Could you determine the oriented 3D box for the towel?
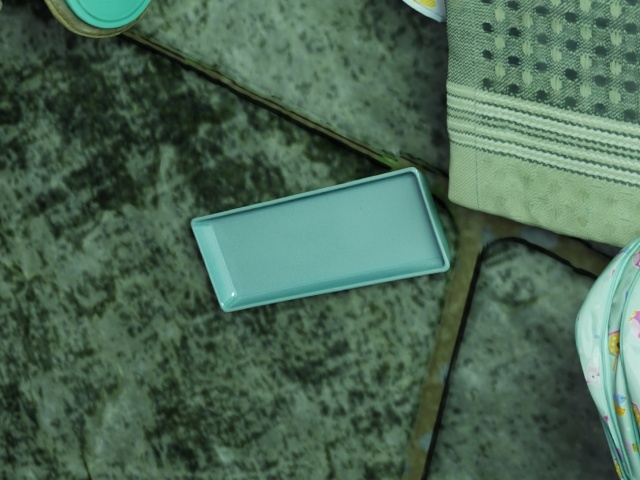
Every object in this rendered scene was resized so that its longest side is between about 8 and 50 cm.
[{"bbox_3d":[0.205,-0.125,1.004,0.324,0.056,0.312,14,127,27],"label":"towel"}]

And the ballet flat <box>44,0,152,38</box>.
[{"bbox_3d":[-0.161,-0.298,1.204,0.124,0.116,0.342,17,118,49],"label":"ballet flat"}]

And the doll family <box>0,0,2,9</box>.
[{"bbox_3d":[-0.287,-0.266,1.323,0.263,0.118,0.163,44,125,-9],"label":"doll family"}]

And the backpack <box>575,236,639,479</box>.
[{"bbox_3d":[0.209,0.080,1.019,0.115,0.152,0.182,4,133,38],"label":"backpack"}]

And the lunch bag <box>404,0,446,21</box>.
[{"bbox_3d":[0.063,-0.172,1.115,0.083,0.053,0.071,47,128,24],"label":"lunch bag"}]

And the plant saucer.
[{"bbox_3d":[0.000,0.000,1.258,0.192,0.018,0.067,-12,101,39],"label":"plant saucer"}]
